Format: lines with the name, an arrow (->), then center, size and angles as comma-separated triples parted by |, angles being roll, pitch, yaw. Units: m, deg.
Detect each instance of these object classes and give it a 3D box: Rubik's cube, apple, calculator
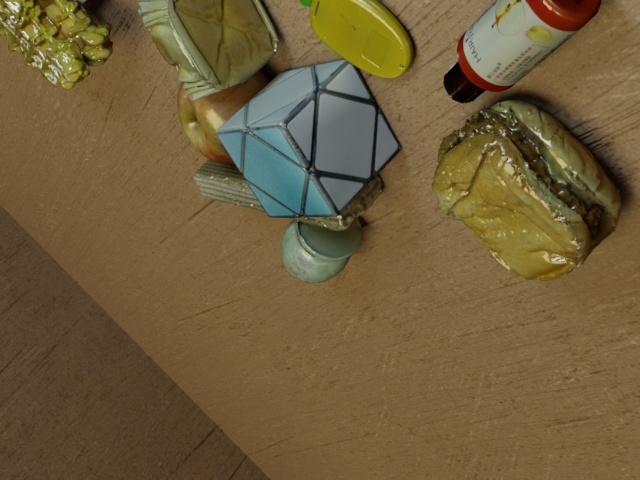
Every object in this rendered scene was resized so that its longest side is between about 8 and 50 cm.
Rubik's cube -> -0.021, -0.179, 1.621 | 0.205, 0.207, 0.205 | 3, 131, 51
apple -> -0.180, -0.259, 1.760 | 0.209, 0.164, 0.209 | 37, 145, 32
calculator -> 0.052, -0.351, 1.481 | 0.235, 0.032, 0.146 | 36, 150, 9

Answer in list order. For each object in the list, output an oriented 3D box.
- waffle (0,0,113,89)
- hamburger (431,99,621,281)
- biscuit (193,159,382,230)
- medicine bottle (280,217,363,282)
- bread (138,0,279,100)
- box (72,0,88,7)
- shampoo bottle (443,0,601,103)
waffle -> -0.570, -0.475, 1.847 | 0.261, 0.151, 0.324 | 12, 135, 50
hamburger -> 0.314, -0.079, 1.408 | 0.283, 0.144, 0.259 | 43, 155, -9
biscuit -> -0.076, -0.113, 1.839 | 0.426, 0.144, 0.078 | 13, 138, 41
medicine bottle -> 0.000, 0.000, 1.887 | 0.147, 0.147, 0.143 | 41, 147, 4
bread -> -0.196, -0.375, 1.592 | 0.110, 0.192, 0.210 | 3, 132, 53
box -> -0.561, -0.583, 1.905 | 0.214, 0.069, 0.353 | 51, 152, -13
shampoo bottle -> 0.260, -0.275, 1.251 | 0.104, 0.104, 0.278 | 45, 151, -2
